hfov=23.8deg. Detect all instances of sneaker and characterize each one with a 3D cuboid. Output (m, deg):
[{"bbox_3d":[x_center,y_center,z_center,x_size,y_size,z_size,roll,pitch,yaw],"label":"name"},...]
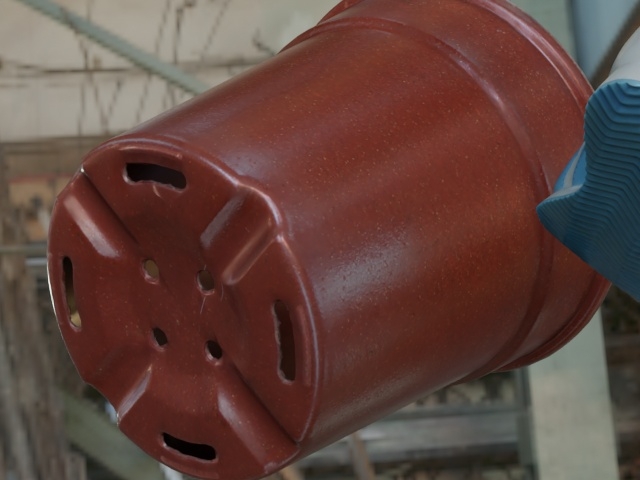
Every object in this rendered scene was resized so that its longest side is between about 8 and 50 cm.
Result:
[{"bbox_3d":[0.164,-0.038,0.701,0.087,0.092,0.229,38,-17,11],"label":"sneaker"}]

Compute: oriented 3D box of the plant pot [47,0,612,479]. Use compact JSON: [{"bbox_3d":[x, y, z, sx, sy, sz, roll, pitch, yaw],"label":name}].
[{"bbox_3d":[0.000,0.000,0.905,0.272,0.272,0.265,-16,7,42],"label":"plant pot"}]
